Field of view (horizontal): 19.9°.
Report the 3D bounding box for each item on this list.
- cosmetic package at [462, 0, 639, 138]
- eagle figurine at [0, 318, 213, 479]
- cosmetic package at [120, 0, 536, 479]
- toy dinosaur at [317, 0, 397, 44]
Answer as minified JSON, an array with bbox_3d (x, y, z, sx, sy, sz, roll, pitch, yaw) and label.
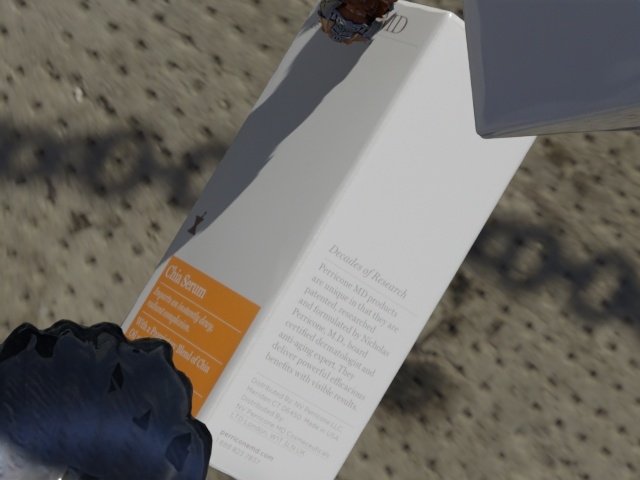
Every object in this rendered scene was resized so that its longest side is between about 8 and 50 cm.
[{"bbox_3d":[0.229,-0.136,0.963,0.225,0.224,0.138,-6,88,-39],"label":"cosmetic package"},{"bbox_3d":[-0.101,0.206,0.663,0.225,0.298,0.226,32,112,-27],"label":"eagle figurine"},{"bbox_3d":[0.000,0.000,1.717,0.161,0.230,0.453,33,86,-32],"label":"cosmetic package"},{"bbox_3d":[0.099,-0.315,1.553,0.322,0.218,0.164,-35,114,27],"label":"toy dinosaur"}]
